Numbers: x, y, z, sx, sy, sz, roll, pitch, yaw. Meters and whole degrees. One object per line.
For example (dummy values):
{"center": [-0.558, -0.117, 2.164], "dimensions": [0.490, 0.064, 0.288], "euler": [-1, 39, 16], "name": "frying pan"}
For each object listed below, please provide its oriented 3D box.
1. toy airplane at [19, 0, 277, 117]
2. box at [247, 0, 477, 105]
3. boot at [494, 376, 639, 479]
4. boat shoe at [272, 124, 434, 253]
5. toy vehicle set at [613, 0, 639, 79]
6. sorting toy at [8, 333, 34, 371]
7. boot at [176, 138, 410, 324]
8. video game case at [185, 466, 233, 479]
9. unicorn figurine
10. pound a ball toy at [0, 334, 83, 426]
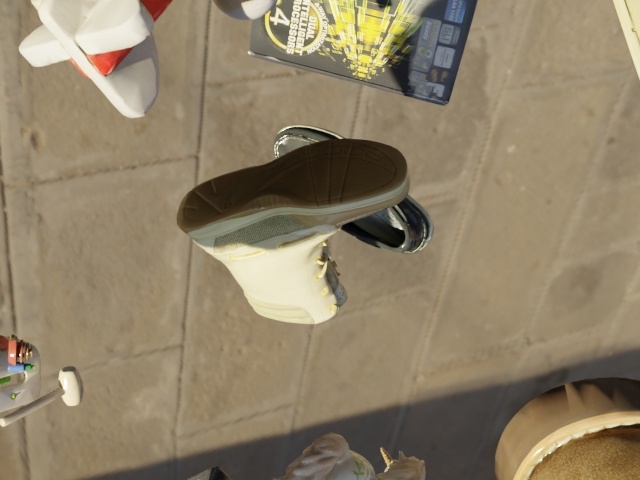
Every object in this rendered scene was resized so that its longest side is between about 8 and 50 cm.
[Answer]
{"center": [-0.145, -0.302, 1.030], "dimensions": [0.384, 0.386, 0.272], "euler": [-44, 139, 17], "name": "toy airplane"}
{"center": [0.079, -0.415, 1.365], "dimensions": [0.318, 0.097, 0.395], "euler": [15, 125, 3], "name": "box"}
{"center": [0.228, 0.134, 0.390], "dimensions": [0.305, 0.115, 0.112], "euler": [5, 121, -11], "name": "boot"}
{"center": [0.040, -0.085, 1.709], "dimensions": [0.127, 0.340, 0.113], "euler": [-53, 170, 27], "name": "boat shoe"}
{"center": [0.347, -0.166, 0.660], "dimensions": [0.266, 0.166, 0.035], "euler": [-21, 170, 34], "name": "toy vehicle set"}
{"center": [-0.498, 0.189, 1.615], "dimensions": [0.042, 0.102, 0.061], "euler": [3, 88, -16], "name": "sorting toy"}
{"center": [0.000, 0.000, 1.070], "dimensions": [0.261, 0.095, 0.203], "euler": [-14, 136, 19], "name": "boot"}
{"center": [-0.161, 0.221, 0.418], "dimensions": [0.274, 0.196, 0.026], "euler": [-32, 110, 26], "name": "video game case"}
{"center": [0.020, 0.161, 0.571], "dimensions": [0.111, 0.060, 0.162], "euler": [-55, 154, -17], "name": "unicorn figurine"}
{"center": [-0.633, 0.262, 1.832], "dimensions": [0.319, 0.208, 0.136], "euler": [-13, 109, -52], "name": "pound a ball toy"}
